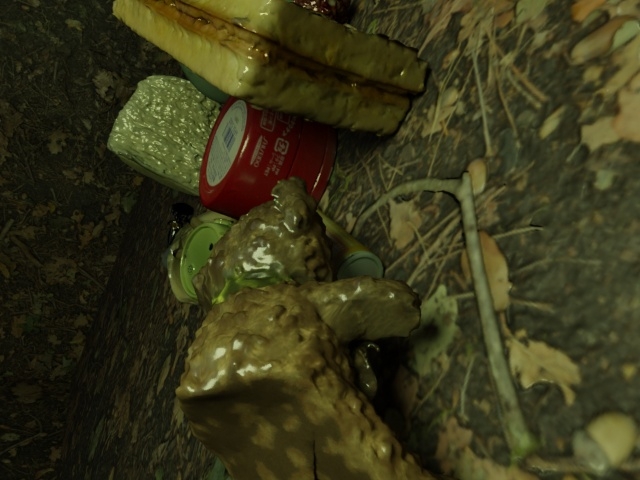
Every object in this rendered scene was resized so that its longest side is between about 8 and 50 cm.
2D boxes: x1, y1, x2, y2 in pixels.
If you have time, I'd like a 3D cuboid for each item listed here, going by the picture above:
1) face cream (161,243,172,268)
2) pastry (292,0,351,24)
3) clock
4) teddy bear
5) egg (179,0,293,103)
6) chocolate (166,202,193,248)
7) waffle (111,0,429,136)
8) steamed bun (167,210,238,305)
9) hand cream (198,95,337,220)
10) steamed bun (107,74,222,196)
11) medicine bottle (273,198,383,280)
[{"bbox_3d":[-0.370,0.023,1.225,0.198,0.057,0.084,-26,52,50],"label":"face cream"},{"bbox_3d":[-0.024,-0.338,0.776,0.097,0.115,0.208,33,105,25],"label":"pastry"},{"bbox_3d":[-0.204,0.039,0.855,0.232,0.069,0.170,32,104,44],"label":"clock"},{"bbox_3d":[-0.004,0.117,0.401,0.246,0.296,0.222,-43,5,33],"label":"teddy bear"},{"bbox_3d":[-0.141,-0.455,0.874,0.276,0.276,0.388,32,101,61],"label":"egg"},{"bbox_3d":[-0.439,-0.046,1.383,0.147,0.070,0.072,-53,5,29],"label":"chocolate"},{"bbox_3d":[-0.082,-0.260,0.568,0.376,0.261,0.113,42,118,37],"label":"waffle"},{"bbox_3d":[-0.274,0.031,1.001,0.231,0.111,0.212,-15,61,60],"label":"steamed bun"},{"bbox_3d":[-0.091,-0.133,0.737,0.230,0.150,0.230,-35,45,44],"label":"hand cream"},{"bbox_3d":[-0.380,-0.279,1.215,0.272,0.290,0.273,-60,20,-9],"label":"steamed bun"},{"bbox_3d":[0.000,0.000,0.579,0.073,0.074,0.218,-65,31,11],"label":"medicine bottle"}]
